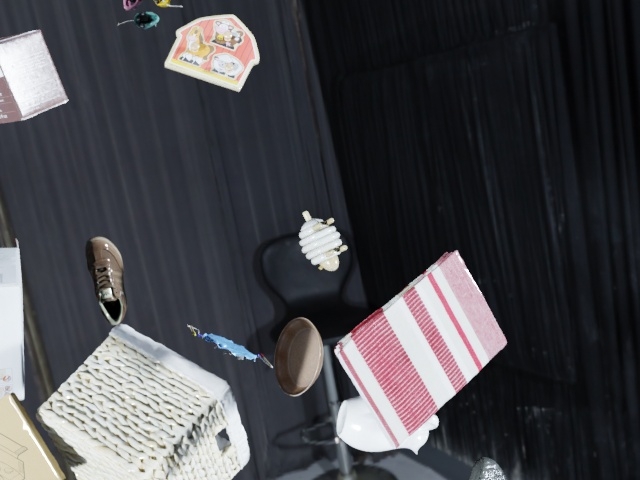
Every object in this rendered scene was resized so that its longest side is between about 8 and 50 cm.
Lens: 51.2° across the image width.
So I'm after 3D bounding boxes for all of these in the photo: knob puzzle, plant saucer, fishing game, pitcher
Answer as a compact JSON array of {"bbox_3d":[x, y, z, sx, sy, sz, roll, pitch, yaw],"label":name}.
[{"bbox_3d":[-0.225,-0.431,1.467,0.213,0.213,0.030,-14,-23,-16],"label":"knob puzzle"},{"bbox_3d":[-0.049,0.296,1.701,0.036,0.198,0.199,15,-5,-34],"label":"plant saucer"},{"bbox_3d":[-0.278,0.332,2.039,0.264,0.041,0.189,26,-3,-20],"label":"fishing game"},{"bbox_3d":[0.155,0.424,1.555,0.207,0.177,0.125,14,52,-9],"label":"pitcher"}]

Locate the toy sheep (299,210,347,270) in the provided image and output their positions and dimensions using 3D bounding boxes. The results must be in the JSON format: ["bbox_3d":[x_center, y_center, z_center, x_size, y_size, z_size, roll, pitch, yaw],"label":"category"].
[{"bbox_3d":[0.000,0.000,1.328,0.091,0.132,0.091,-22,-5,-2],"label":"toy sheep"}]

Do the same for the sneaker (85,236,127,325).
[{"bbox_3d":[-0.418,0.083,1.325,0.066,0.188,0.071,-14,33,-11],"label":"sneaker"}]

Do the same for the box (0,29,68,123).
[{"bbox_3d":[-0.827,-0.437,1.797,0.169,0.203,0.167,0,29,32],"label":"box"}]

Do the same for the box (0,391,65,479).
[{"bbox_3d":[-0.621,0.426,1.320,0.164,0.201,0.021,-33,-3,7],"label":"box"}]

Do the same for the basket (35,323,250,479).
[{"bbox_3d":[-0.368,0.420,1.449,0.332,0.328,0.266,21,50,24],"label":"basket"}]

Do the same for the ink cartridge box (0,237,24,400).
[{"bbox_3d":[-0.778,0.183,1.589,0.130,0.309,0.272,-2,24,-24],"label":"ink cartridge box"}]

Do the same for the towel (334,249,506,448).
[{"bbox_3d":[0.199,0.202,1.281,0.329,0.237,0.037,-36,14,-23],"label":"towel"}]

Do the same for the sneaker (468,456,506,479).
[{"bbox_3d":[0.287,0.570,1.329,0.109,0.286,0.130,19,-9,-35],"label":"sneaker"}]

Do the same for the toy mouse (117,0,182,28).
[{"bbox_3d":[-0.432,-0.561,1.625,0.143,0.161,0.031,-44,-15,-3],"label":"toy mouse"}]
